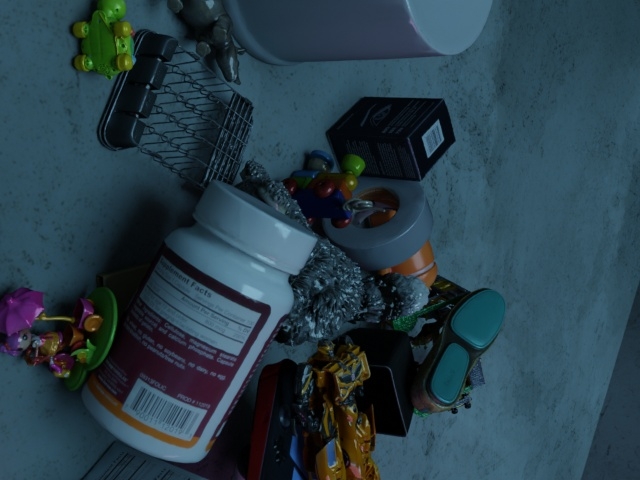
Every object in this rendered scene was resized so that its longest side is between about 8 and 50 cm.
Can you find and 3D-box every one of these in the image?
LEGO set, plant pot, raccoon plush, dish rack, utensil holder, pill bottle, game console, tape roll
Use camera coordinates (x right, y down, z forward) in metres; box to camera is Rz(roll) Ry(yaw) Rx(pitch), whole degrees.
[{"bbox_3d":[0.247,0.236,2.107,0.255,0.192,0.331,-27,110,-13],"label":"LEGO set"},{"bbox_3d":[0.113,0.290,1.921,0.167,0.188,0.187,-50,133,-49],"label":"plant pot"},{"bbox_3d":[0.000,0.000,1.635,0.446,0.216,0.299,-11,113,-38],"label":"raccoon plush"},{"bbox_3d":[-0.224,-0.201,1.489,0.271,0.074,0.208,34,72,-51],"label":"dish rack"},{"bbox_3d":[0.065,-0.468,1.544,0.327,0.385,0.328,-14,108,-49],"label":"utensil holder"},{"bbox_3d":[-0.181,0.119,1.369,0.224,0.224,0.392,26,96,-50],"label":"pill bottle"},{"bbox_3d":[-0.027,0.435,1.566,0.342,0.060,0.386,-87,157,-46],"label":"game console"},{"bbox_3d":[0.115,-0.045,1.811,0.219,0.219,0.072,-57,143,-27],"label":"tape roll"}]

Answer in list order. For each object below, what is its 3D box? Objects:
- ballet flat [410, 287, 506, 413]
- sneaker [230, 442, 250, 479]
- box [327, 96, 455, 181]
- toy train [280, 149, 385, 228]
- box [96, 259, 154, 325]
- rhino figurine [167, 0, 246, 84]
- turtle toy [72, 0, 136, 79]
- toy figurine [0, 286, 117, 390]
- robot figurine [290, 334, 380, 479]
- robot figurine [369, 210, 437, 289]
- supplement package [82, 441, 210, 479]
[{"bbox_3d":[0.293,0.240,1.942,0.348,0.123,0.123,-53,133,-37],"label":"ballet flat"},{"bbox_3d":[-0.095,0.446,1.756,0.297,0.111,0.129,-6,131,-59],"label":"sneaker"},{"bbox_3d":[0.146,-0.213,1.832,0.153,0.207,0.108,-47,130,-34],"label":"box"},{"bbox_3d":[0.048,-0.107,1.702,0.143,0.248,0.105,-60,137,-31],"label":"toy train"},{"bbox_3d":[-0.287,0.116,1.505,0.201,0.021,0.164,-15,108,-48],"label":"box"},{"bbox_3d":[-0.184,-0.360,1.491,0.106,0.073,0.243,-96,162,-49],"label":"rhino figurine"},{"bbox_3d":[-0.319,-0.308,1.343,0.066,0.095,0.130,-30,122,-69],"label":"turtle toy"},{"bbox_3d":[-0.411,0.135,1.312,0.159,0.130,0.173,17,108,-38],"label":"toy figurine"},{"bbox_3d":[0.033,0.309,1.542,0.211,0.085,0.291,-29,117,-55],"label":"robot figurine"},{"bbox_3d":[0.181,0.029,1.966,0.158,0.128,0.219,-72,141,-76],"label":"robot figurine"},{"bbox_3d":[-0.262,0.486,1.410,0.198,0.262,0.199,-50,132,-33],"label":"supplement package"}]
